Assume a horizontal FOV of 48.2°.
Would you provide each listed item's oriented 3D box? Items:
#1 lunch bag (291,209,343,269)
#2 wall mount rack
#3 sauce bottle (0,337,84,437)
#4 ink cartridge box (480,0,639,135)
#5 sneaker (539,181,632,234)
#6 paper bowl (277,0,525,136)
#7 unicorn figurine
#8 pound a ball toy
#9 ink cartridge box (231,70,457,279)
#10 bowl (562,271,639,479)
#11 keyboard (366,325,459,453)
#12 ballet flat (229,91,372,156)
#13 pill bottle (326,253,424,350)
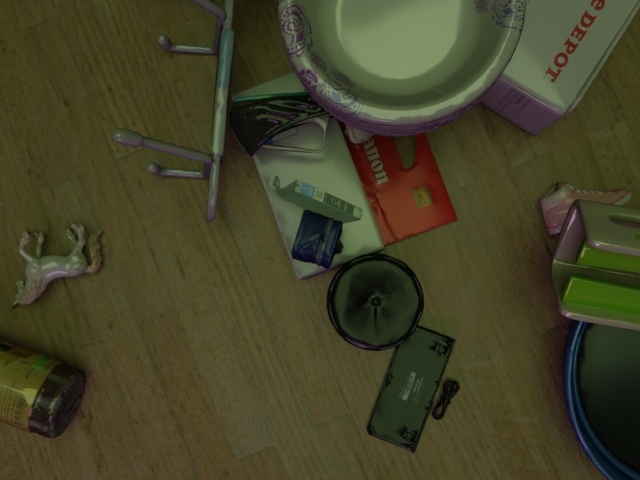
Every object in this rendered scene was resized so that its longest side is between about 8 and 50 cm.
[{"bbox_3d":[0.000,0.000,0.987,0.065,0.098,0.067,17,83,1],"label":"lunch bag"},{"bbox_3d":[-0.186,-0.206,0.964,0.131,0.304,0.350,4,87,-9],"label":"wall mount rack"},{"bbox_3d":[-0.525,0.182,1.049,0.344,0.111,0.111,20,88,1],"label":"sauce bottle"},{"bbox_3d":[0.241,-0.380,1.032,0.395,0.166,0.285,34,89,3],"label":"ink cartridge box"},{"bbox_3d":[0.392,-0.065,1.068,0.134,0.051,0.070,-23,92,4],"label":"sneaker"},{"bbox_3d":[0.094,-0.269,0.877,0.284,0.148,0.284,0,88,2],"label":"paper bowl"},{"bbox_3d":[-0.410,0.036,1.079,0.162,0.060,0.111,-11,86,1],"label":"unicorn figurine"},{"bbox_3d":[0.473,0.005,0.880,0.319,0.135,0.208,9,126,3],"label":"pound a ball toy"},{"bbox_3d":[0.039,-0.123,1.075,0.261,0.066,0.296,-21,86,1],"label":"ink cartridge box"},{"bbox_3d":[0.531,0.189,1.000,0.391,0.077,0.391,0,90,2],"label":"bowl"},{"bbox_3d":[0.149,0.224,1.075,0.108,0.023,0.180,20,88,9],"label":"keyboard"},{"bbox_3d":[0.014,-0.176,1.005,0.281,0.095,0.096,-12,95,4],"label":"ballet flat"},{"bbox_3d":[0.070,0.082,0.985,0.123,0.219,0.122,0,87,1],"label":"pill bottle"}]
